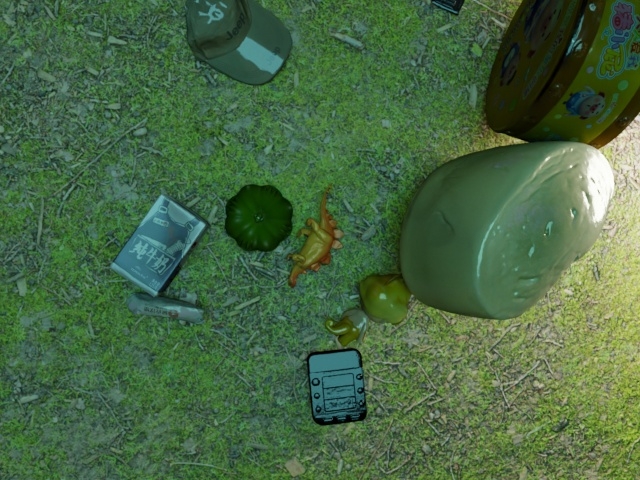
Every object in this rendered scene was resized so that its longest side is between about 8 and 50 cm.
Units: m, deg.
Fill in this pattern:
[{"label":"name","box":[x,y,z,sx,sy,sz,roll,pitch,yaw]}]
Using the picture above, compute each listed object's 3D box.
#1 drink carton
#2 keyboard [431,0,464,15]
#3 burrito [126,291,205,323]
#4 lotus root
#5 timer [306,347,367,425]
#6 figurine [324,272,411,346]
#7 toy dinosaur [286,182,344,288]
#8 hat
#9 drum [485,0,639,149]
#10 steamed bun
[{"label":"drink carton","box":[-0.390,0.011,1.279,0.134,0.102,0.222,35,87,-3]},{"label":"keyboard","box":[0.377,-0.722,1.362,0.087,0.017,0.250,23,89,-4]},{"label":"burrito","box":[-0.386,0.171,1.302,0.203,0.064,0.064,11,91,-3]},{"label":"lotus root","box":[-0.151,-0.053,1.262,0.186,0.186,0.186,0,92,-5]},{"label":"timer","box":[0.042,0.380,1.352,0.144,0.055,0.187,-5,88,-7]},{"label":"figurine","box":[0.132,0.170,1.324,0.246,0.131,0.156,-44,60,6]},{"label":"toy dinosaur","box":[0.000,0.000,1.329,0.117,0.070,0.288,26,93,-16]},{"label":"hat","box":[-0.198,-0.518,1.266,0.245,0.149,0.214,26,90,5]},{"label":"drum","box":[0.572,-0.418,1.194,0.214,0.431,0.430,15,90,-6]},{"label":"steamed bun","box":[0.395,-0.049,1.180,0.290,0.371,0.456,47,73,-16]}]
